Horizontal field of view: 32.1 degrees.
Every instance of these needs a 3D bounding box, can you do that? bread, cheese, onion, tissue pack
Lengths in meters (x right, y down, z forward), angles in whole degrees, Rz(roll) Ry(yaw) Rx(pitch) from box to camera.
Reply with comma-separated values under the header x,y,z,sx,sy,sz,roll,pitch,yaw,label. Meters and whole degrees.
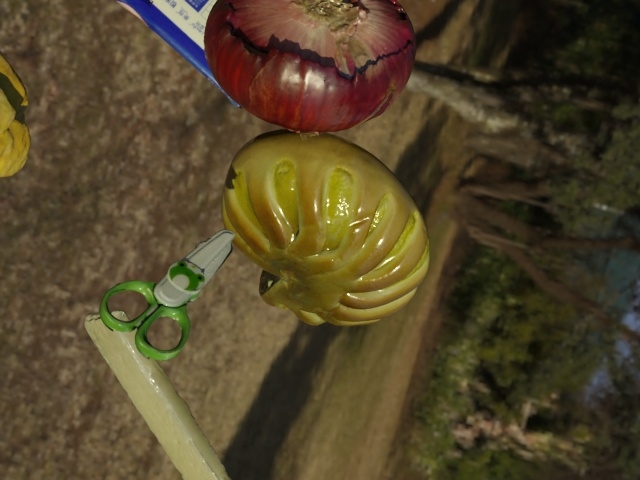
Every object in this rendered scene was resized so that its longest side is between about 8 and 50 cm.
x,y,z,sx,sy,sz,roll,pitch,yaw,label
0.000,0.000,1.507,0.160,0.333,0.333,-59,168,-32,bread
-0.203,0.262,1.551,0.034,0.085,0.400,-46,116,-39,cheese
-0.014,-0.214,1.232,0.161,0.248,0.248,-47,-163,47,onion
-0.143,-0.354,1.616,0.209,0.269,0.137,-47,-171,17,tissue pack

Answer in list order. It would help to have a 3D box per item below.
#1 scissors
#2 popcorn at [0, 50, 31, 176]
x,y,z,sx,sy,sz,roll,pitch,yaw,label
-0.152,0.049,1.229,0.204,0.101,0.027,-47,174,-45,scissors
-0.299,-0.101,0.849,0.148,0.167,0.152,-21,179,-37,popcorn
